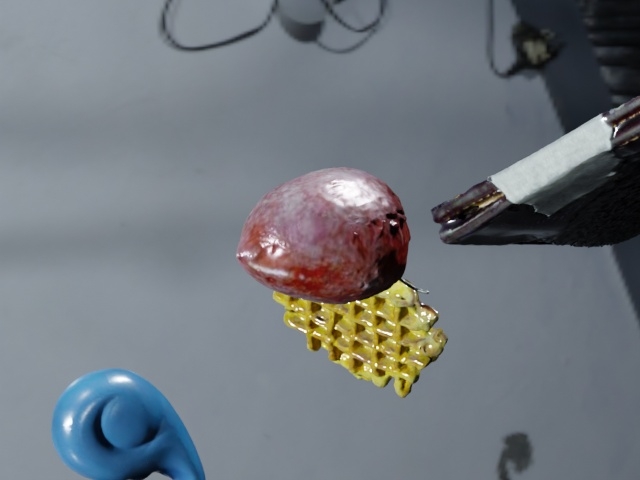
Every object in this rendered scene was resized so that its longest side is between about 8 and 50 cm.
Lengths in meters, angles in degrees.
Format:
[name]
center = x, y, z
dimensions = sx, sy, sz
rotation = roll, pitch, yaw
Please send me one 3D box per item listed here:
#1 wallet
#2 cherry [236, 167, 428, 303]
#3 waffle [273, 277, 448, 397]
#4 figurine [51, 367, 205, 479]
[wallet]
center = 0.237, -0.058, 0.962
dimensions = 0.262, 0.221, 0.071
rotation = -7, 75, -44
[cherry]
center = 0.000, 0.000, 1.721
dimensions = 0.250, 0.192, 0.175
rotation = -10, 134, -31
[waffle]
center = 0.053, 0.103, 2.001
dimensions = 0.309, 0.283, 0.065
rotation = 50, 53, -11
[figurine]
center = -0.168, 0.337, 1.229
dimensions = 0.243, 0.298, 0.416
rotation = 19, 82, -30
